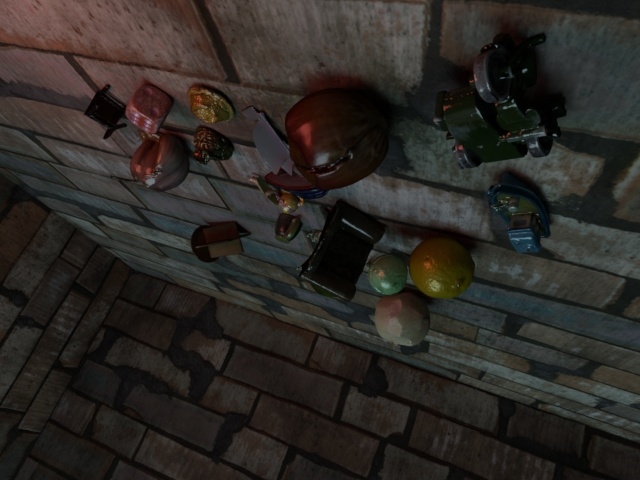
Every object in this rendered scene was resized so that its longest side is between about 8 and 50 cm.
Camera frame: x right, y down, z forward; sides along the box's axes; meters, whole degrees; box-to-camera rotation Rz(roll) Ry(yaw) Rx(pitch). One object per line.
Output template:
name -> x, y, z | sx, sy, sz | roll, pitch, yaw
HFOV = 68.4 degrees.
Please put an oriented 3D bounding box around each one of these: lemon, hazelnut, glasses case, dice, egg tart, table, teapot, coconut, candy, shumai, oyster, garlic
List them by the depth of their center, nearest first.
hazelnut -> 0.034, -0.208, 0.977 | 0.181, 0.181, 0.212 | 28, 160, 50
egg tart -> -0.278, -0.330, 1.174 | 0.128, 0.049, 0.129 | 18, 159, 7
dice -> -0.453, -0.348, 1.246 | 0.094, 0.091, 0.093 | 29, 158, -18
shumai -> -0.314, -0.254, 1.340 | 0.123, 0.087, 0.099 | 32, 156, -25
lemon -> 0.341, 0.075, 1.347 | 0.178, 0.178, 0.203 | 37, -175, -32
garlic -> -0.536, -0.254, 1.442 | 0.256, 0.207, 0.207 | -9, -176, -42
candy -> 0.187, 0.096, 1.536 | 0.119, 0.119, 0.440 | 24, 180, -4
teapot -> -0.121, -0.040, 1.653 | 0.092, 0.091, 0.124 | 19, 159, 5
glasses case -> 0.255, 0.094, 1.656 | 0.070, 0.047, 0.205 | 17, 159, 2
oyster -> 0.001, 0.000, 1.700 | 0.098, 0.037, 0.100 | 27, 159, -9
coconut -> 0.334, 0.309, 1.873 | 0.224, 0.224, 0.234 | 33, 169, -25
table -> -0.414, 0.001, 1.991 | 0.226, 0.167, 0.167 | -9, 143, 40

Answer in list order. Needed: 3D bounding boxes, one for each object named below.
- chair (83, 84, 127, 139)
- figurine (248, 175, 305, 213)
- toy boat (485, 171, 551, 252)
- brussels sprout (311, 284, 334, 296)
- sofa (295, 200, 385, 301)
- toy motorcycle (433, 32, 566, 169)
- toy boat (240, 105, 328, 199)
chair -> -0.639, -0.372, 1.393 | 0.212, 0.084, 0.101 | -1, 152, 48
figurine -> -0.136, -0.149, 1.459 | 0.187, 0.083, 0.083 | 34, 160, 7
toy boat -> 0.436, -0.056, 1.045 | 0.109, 0.098, 0.238 | -2, 147, 42
brussels sprout -> 0.044, 0.161, 1.904 | 0.180, 0.144, 0.162 | -7, 130, 13
sofa -> 0.068, 0.037, 1.426 | 0.200, 0.258, 0.182 | 29, 172, -14
toy motorcycle -> 0.285, -0.218, 0.789 | 0.205, 0.127, 0.275 | 0, 156, 47
toy boat -> -0.112, -0.215, 1.265 | 0.318, 0.072, 0.219 | 36, 153, -23
